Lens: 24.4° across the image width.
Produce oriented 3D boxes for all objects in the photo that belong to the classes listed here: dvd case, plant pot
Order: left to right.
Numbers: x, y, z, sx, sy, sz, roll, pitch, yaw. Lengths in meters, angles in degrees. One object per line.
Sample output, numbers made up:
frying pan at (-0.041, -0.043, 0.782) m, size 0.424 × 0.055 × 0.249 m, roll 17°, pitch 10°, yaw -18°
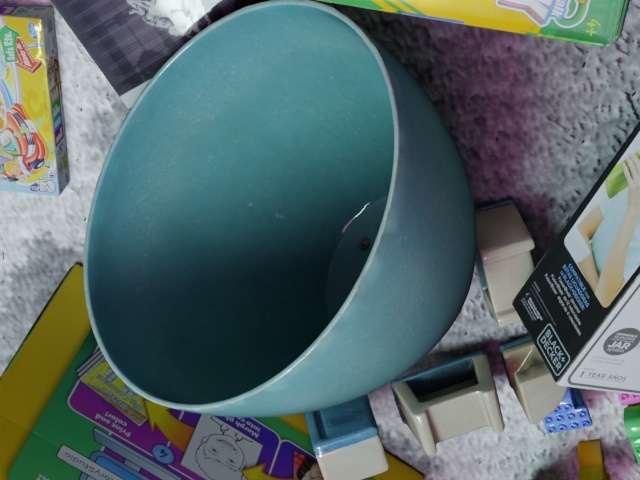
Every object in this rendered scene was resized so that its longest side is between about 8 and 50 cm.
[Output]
dvd case at (-0.134, -0.215, 1.087) m, size 0.164 × 0.018 × 0.221 m, roll -26°, pitch 111°, yaw 23°
plant pot at (0.000, 0.000, 1.060) m, size 0.290 × 0.290 × 0.195 m, roll -35°, pitch 142°, yaw 27°

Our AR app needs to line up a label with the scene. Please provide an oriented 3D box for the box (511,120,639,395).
box at (0.284, -0.019, 1.028) m, size 0.169 × 0.087 × 0.290 m, roll 9°, pitch 128°, yaw -30°

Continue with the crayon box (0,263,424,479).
crayon box at (-0.109, 0.220, 1.163) m, size 0.363 × 0.313 × 0.106 m, roll 33°, pitch 121°, yaw -7°

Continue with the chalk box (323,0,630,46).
chalk box at (0.126, -0.242, 0.918) m, size 0.289 × 0.179 × 0.180 m, roll 9°, pitch 122°, yaw 7°

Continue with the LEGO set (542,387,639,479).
LEGO set at (0.235, 0.182, 1.193) m, size 0.087 × 0.093 × 0.227 m, roll -13°, pitch 116°, yaw 19°

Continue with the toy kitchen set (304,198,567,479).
toy kitchen set at (0.073, 0.069, 1.173) m, size 0.207 × 0.122 × 0.166 m, roll -18°, pitch 116°, yaw -1°

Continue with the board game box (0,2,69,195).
board game box at (-0.257, -0.112, 1.169) m, size 0.103 × 0.026 × 0.154 m, roll 5°, pitch 121°, yaw 10°
